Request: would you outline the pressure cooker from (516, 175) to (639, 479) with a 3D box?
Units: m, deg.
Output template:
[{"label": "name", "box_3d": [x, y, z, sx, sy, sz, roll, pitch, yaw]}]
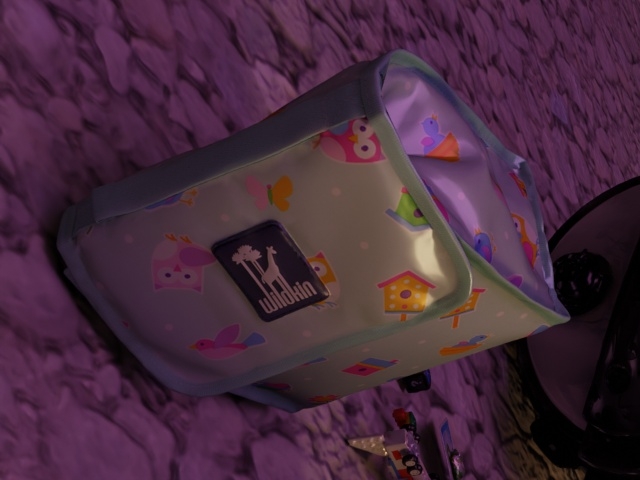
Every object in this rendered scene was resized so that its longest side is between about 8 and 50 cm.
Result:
[{"label": "pressure cooker", "box_3d": [0.407, 0.131, 1.481, 0.420, 0.375, 0.370, 47, 18, -47]}]

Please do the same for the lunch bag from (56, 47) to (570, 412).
[{"label": "lunch bag", "box_3d": [0.000, 0.000, 0.845, 0.262, 0.223, 0.160, 29, 45, -58]}]

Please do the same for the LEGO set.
[{"label": "LEGO set", "box_3d": [0.086, 0.225, 1.155, 0.182, 0.060, 0.244, -12, 90, -77]}]
